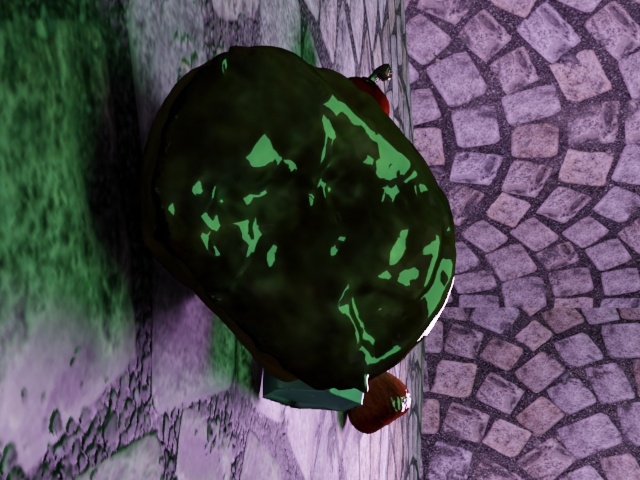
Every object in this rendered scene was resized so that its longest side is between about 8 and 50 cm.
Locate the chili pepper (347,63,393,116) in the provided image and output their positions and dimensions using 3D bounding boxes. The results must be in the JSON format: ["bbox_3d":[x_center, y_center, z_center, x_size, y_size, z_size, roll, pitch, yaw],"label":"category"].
[{"bbox_3d":[0.034,-0.151,1.111,0.387,0.110,0.110,-67,154,-52],"label":"chili pepper"}]

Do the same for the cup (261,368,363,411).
[{"bbox_3d":[-0.003,0.066,0.868,0.134,0.148,0.236,29,61,-39],"label":"cup"}]

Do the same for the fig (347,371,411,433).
[{"bbox_3d":[0.103,0.266,1.386,0.119,0.119,0.153,-17,105,-78],"label":"fig"}]

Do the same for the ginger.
[{"bbox_3d":[-0.018,-0.018,0.596,0.269,0.200,0.223,47,-12,-15],"label":"ginger"}]
